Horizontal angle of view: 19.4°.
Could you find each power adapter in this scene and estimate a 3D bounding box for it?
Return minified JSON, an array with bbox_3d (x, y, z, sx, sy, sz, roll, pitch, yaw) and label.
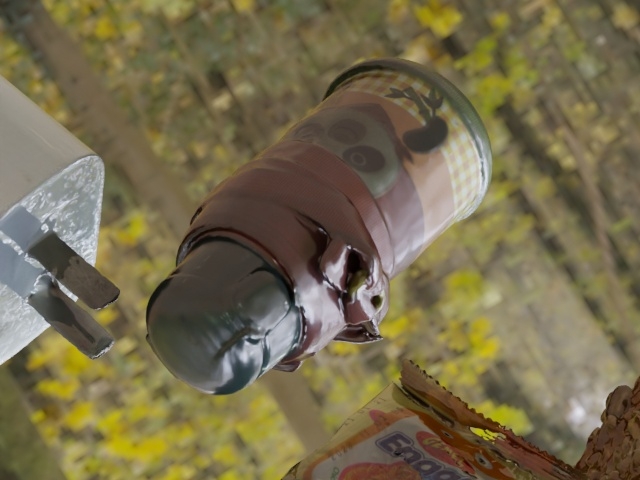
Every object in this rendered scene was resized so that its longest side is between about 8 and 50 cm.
[{"bbox_3d":[-0.234,-0.019,1.278,0.124,0.255,0.187,-42,160,-31],"label":"power adapter"}]

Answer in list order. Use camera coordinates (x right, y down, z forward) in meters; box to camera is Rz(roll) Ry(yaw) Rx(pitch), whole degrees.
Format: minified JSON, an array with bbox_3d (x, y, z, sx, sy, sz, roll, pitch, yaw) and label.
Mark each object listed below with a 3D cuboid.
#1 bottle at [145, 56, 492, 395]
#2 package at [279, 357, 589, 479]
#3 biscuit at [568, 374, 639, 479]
[{"bbox_3d":[0.000,0.000,1.206,0.156,0.143,0.271,-23,-164,48],"label":"bottle"},{"bbox_3d":[0.043,0.113,0.832,0.121,0.108,0.031,-37,148,-37],"label":"package"},{"bbox_3d":[0.134,0.162,0.874,0.305,0.038,0.305,-154,-90,-87],"label":"biscuit"}]
